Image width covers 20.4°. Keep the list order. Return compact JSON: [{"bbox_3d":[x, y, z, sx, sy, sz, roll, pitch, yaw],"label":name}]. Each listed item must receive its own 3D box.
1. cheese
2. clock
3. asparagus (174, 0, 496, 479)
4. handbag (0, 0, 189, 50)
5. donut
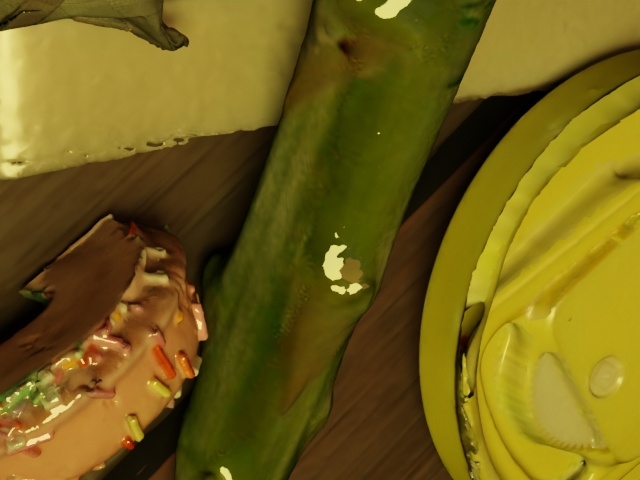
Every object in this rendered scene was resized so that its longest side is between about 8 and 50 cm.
[{"bbox_3d":[0.023,-0.098,0.852,0.400,0.034,0.085,-12,104,-31],"label":"cheese"},{"bbox_3d":[0.170,0.029,0.955,0.293,0.071,0.277,-36,123,-20],"label":"clock"},{"bbox_3d":[-0.002,0.000,0.807,0.082,0.085,0.343,5,118,-30],"label":"asparagus"},{"bbox_3d":[-0.158,-0.147,0.670,0.270,0.117,0.182,-2,108,-34],"label":"handbag"},{"bbox_3d":[-0.108,0.059,0.756,0.166,0.117,0.065,-41,116,-17],"label":"donut"}]
